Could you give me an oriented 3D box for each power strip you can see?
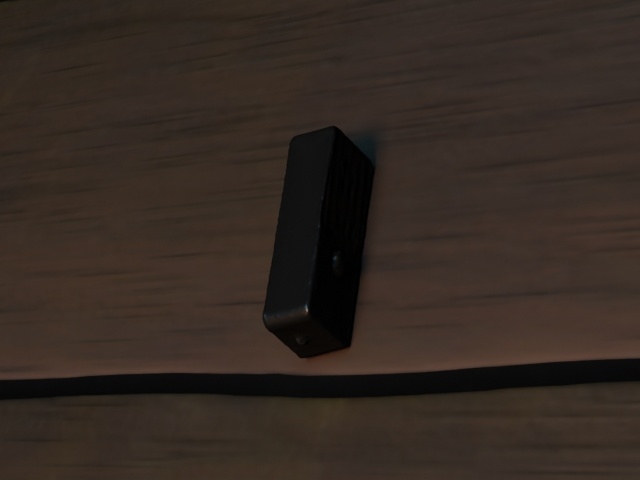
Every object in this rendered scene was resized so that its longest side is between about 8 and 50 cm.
[{"bbox_3d":[0.000,0.000,0.887,0.029,0.038,0.111,-15,50,32],"label":"power strip"}]
